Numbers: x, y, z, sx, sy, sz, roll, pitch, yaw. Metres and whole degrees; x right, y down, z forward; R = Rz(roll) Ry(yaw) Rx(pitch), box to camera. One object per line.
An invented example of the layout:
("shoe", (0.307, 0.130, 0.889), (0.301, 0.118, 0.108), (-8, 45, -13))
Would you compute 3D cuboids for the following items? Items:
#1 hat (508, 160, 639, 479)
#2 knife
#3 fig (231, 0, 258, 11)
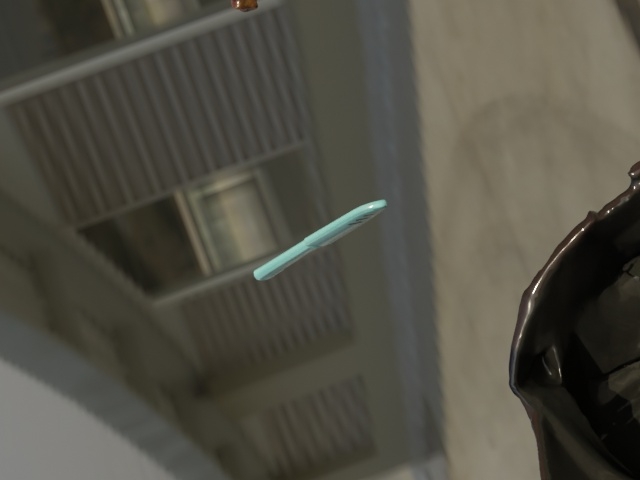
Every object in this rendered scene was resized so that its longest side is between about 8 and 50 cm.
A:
("hat", (0.266, 0.121, 1.298), (0.209, 0.238, 0.336), (45, -142, -54))
("knife", (0.000, 0.000, 0.779), (0.091, 0.014, 0.005), (-32, 67, 51))
("fig", (-0.104, -0.248, 1.291), (0.185, 0.133, 0.126), (40, 154, 22))
